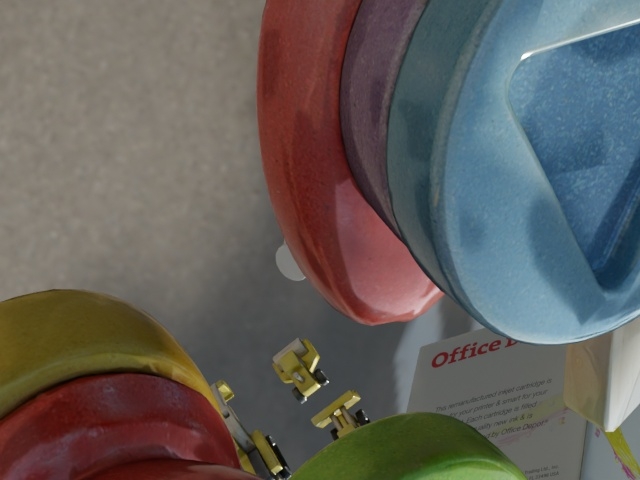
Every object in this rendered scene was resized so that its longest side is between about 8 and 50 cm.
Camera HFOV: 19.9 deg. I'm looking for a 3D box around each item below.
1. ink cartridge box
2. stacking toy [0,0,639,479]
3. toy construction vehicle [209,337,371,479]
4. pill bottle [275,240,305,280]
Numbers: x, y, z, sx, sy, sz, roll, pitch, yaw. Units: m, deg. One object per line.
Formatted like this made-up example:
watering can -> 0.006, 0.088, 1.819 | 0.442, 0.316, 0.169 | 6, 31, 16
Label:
ink cartridge box -> 0.123, 0.144, 0.991 | 0.127, 0.128, 0.176 | 45, 44, -33
stacking toy -> 0.050, 0.057, 0.536 | 0.309, 0.130, 0.279 | -52, 135, -6
toy construction vehicle -> -0.019, 0.109, 1.120 | 0.086, 0.098, 0.035 | -35, 147, 8
pill bottle -> 0.000, 0.000, 1.422 | 0.083, 0.043, 0.043 | -37, 145, -48
